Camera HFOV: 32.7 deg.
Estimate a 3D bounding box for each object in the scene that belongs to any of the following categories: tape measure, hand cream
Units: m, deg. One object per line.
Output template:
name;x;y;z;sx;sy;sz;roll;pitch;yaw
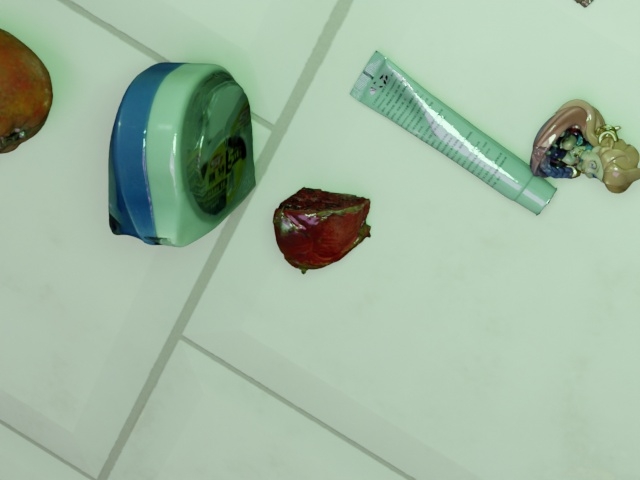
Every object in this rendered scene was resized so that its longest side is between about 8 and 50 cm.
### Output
tape measure;-0.201;-0.138;1.647;0.138;0.259;0.262;12;119;15
hand cream;0.195;-0.149;1.591;0.331;0.058;0.085;34;129;0

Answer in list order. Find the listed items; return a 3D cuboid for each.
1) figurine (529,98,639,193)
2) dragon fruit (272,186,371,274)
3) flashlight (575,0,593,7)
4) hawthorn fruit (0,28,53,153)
figurine;0.372;-0.127;1.495;0.157;0.114;0.126;14;142;32
dragon fruit;0.002;0.000;1.730;0.120;0.127;0.161;14;124;23
flashlight;0.316;-0.348;1.432;0.110;0.031;0.052;44;126;-8
hawthorn fruit;-0.556;-0.266;1.752;0.210;0.210;0.262;-35;89;35
